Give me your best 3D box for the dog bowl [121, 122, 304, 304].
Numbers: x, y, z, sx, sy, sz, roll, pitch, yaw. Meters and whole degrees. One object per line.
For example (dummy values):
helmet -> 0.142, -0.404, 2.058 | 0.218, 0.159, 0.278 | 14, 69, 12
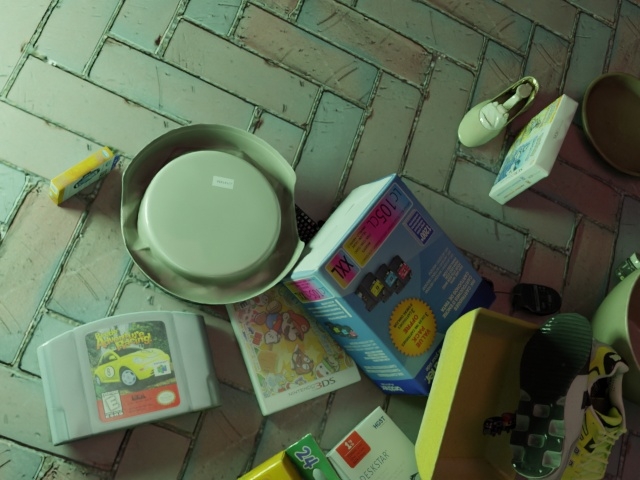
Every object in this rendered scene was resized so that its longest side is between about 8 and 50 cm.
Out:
dog bowl -> -0.202, -0.039, 1.514 | 0.349, 0.102, 0.348 | 5, 69, -15

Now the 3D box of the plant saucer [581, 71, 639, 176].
plant saucer -> 0.749, -0.281, 2.011 | 0.278, 0.041, 0.277 | 6, 72, -20

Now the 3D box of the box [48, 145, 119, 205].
box -> -0.425, -0.121, 1.479 | 0.136, 0.081, 0.028 | -41, 90, -27

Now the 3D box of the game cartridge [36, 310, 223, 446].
game cartridge -> -0.330, 0.226, 1.426 | 0.294, 0.060, 0.196 | -10, 74, -24

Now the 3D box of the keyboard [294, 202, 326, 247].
keyboard -> 0.000, 0.000, 1.627 | 0.180, 0.023, 0.108 | 44, 54, 2

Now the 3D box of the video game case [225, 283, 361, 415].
video game case -> -0.051, 0.192, 1.559 | 0.206, 0.026, 0.226 | -16, 80, -25

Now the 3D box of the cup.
cup -> 0.699, 0.216, 1.727 | 0.331, 0.237, 0.330 | 6, 72, -20

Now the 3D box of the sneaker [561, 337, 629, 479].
sneaker -> 0.515, 0.383, 1.612 | 0.145, 0.147, 0.384 | -3, 98, -21

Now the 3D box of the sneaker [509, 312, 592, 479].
sneaker -> 0.439, 0.300, 1.537 | 0.146, 0.123, 0.330 | 47, 59, -48

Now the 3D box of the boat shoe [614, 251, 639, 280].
boat shoe -> 0.775, 0.124, 1.883 | 0.228, 0.069, 0.081 | 43, 29, -7

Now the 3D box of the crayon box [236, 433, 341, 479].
crayon box -> -0.099, 0.493, 1.341 | 0.323, 0.083, 0.203 | -33, 87, 0

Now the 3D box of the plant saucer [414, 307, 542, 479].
plant saucer -> 0.297, 0.299, 1.536 | 0.333, 0.081, 0.332 | 19, 85, -50

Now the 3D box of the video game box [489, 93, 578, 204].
video game box -> 0.464, -0.196, 1.791 | 0.048, 0.187, 0.205 | 33, 64, -9

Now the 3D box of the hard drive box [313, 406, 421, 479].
hard drive box -> 0.115, 0.444, 1.457 | 0.232, 0.089, 0.181 | 47, 39, 9

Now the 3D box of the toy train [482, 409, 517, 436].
toy train -> 0.347, 0.337, 1.524 | 0.158, 0.027, 0.036 | 5, 86, -50

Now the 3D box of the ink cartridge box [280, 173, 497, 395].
ink cartridge box -> 0.155, 0.111, 1.571 | 0.395, 0.151, 0.270 | 49, 62, -18

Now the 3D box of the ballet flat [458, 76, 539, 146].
ballet flat -> 0.411, -0.299, 1.861 | 0.248, 0.086, 0.086 | -38, 90, -26

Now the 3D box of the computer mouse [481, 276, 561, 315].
computer mouse -> 0.404, 0.122, 1.758 | 0.242, 0.041, 0.071 | 9, 62, -11
